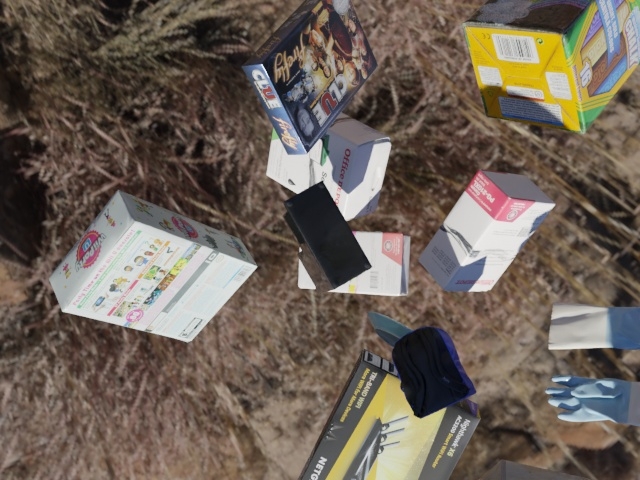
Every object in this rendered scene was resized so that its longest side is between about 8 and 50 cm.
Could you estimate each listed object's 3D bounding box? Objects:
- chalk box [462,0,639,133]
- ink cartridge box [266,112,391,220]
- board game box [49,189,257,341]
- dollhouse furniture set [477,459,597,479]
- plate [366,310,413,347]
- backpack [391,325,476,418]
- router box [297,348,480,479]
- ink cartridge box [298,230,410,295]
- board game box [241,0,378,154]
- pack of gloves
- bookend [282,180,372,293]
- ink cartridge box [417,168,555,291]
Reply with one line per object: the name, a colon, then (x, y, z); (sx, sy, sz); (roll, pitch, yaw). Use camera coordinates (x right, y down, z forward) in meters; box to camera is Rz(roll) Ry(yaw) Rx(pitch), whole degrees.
chalk box: (0.385, -0.330, 1.361); (0.289, 0.180, 0.179); (-45, 132, -26)
ink cartridge box: (0.011, -0.156, 1.658); (0.092, 0.219, 0.160); (-18, 129, -42)
board game box: (-0.303, 0.058, 1.630); (0.224, 0.097, 0.303); (-48, 141, 16)
dollhouse furniture set: (0.423, 0.645, 1.639); (0.256, 0.394, 0.362); (13, 144, -8)
plate: (0.168, 0.204, 1.777); (0.024, 0.188, 0.188); (-56, 139, -14)
backpack: (0.162, 0.190, 1.301); (0.098, 0.120, 0.101); (-28, 166, 12)
router box: (0.120, 0.395, 1.648); (0.243, 0.081, 0.309); (25, 101, 1)
ink cartridge box: (0.062, 0.040, 1.638); (0.067, 0.198, 0.115); (4, 90, -71)
board game box: (-0.009, -0.271, 1.370); (0.243, 0.042, 0.165); (-55, 132, -34)
pack of gloves: (0.482, 0.204, 1.417); (0.046, 0.232, 0.195); (28, 68, -54)
bookend: (0.000, 0.000, 1.424); (0.072, 0.156, 0.157); (-30, 179, -11)
ink cartridge box: (0.331, -0.016, 1.773); (0.172, 0.100, 0.237); (3, 128, -45)
